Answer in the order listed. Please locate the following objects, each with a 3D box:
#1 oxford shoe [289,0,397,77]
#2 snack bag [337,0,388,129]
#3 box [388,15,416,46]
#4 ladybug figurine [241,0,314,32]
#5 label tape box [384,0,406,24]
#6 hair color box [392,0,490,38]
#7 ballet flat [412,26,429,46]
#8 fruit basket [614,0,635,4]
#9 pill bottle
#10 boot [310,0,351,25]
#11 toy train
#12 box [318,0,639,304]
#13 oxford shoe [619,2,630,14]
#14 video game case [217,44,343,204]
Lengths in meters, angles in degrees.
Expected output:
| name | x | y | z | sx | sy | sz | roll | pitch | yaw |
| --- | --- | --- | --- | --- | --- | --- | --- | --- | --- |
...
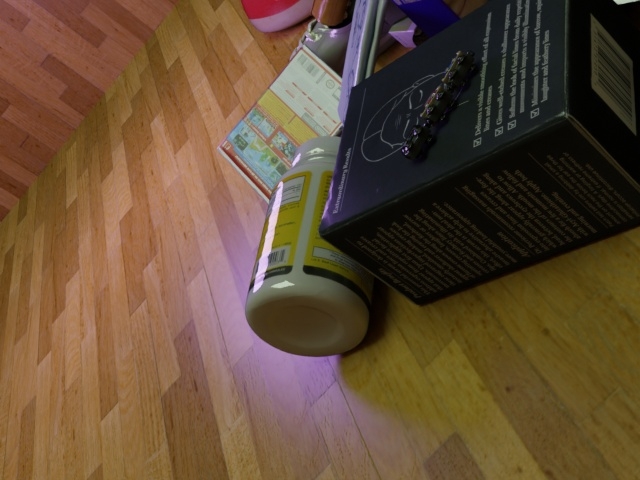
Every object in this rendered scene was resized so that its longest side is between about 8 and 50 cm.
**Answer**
| name | x | y | z | sx | sy | sz | roll | pitch | yaw |
| --- | --- | --- | --- | --- | --- | --- | --- | --- | --- |
| oxford shoe | -0.002 | -0.395 | 1.895 | 0.449 | 0.130 | 0.169 | -35 | 36 | 33 |
| snack bag | 0.075 | -0.344 | 1.513 | 0.342 | 0.037 | 0.323 | -97 | 16 | -76 |
| box | 0.282 | -0.460 | 1.617 | 0.232 | 0.058 | 0.322 | -57 | 30 | -6 |
| ladybug figurine | -0.070 | -0.694 | 2.274 | 0.449 | 0.162 | 0.305 | -14 | 48 | 50 |
| label tape box | 0.233 | -0.570 | 1.632 | 0.333 | 0.106 | 0.241 | -17 | 47 | 50 |
| hair color box | 0.225 | -0.390 | 1.329 | 0.110 | 0.339 | 0.185 | 9 | 67 | 58 |
| ballet flat | 0.246 | -0.417 | 1.504 | 0.250 | 0.058 | 0.084 | -32 | 36 | 35 |
| fruit basket | 0.516 | -0.479 | 1.185 | 0.327 | 0.165 | 0.353 | -3 | 74 | 34 |
| pill bottle | 0.000 | 0.000 | 1.405 | 0.188 | 0.188 | 0.334 | -28 | 38 | 39 |
| boot | 0.038 | -0.550 | 1.752 | 0.295 | 0.104 | 0.211 | -77 | 5 | -59 |
| toy train | 0.146 | -0.168 | 1.100 | 0.158 | 0.027 | 0.036 | -59 | 18 | -7 |
| box | 0.223 | -0.131 | 1.191 | 0.395 | 0.212 | 0.294 | -25 | 41 | 41 |
| oxford shoe | 0.447 | -0.402 | 1.284 | 0.096 | 0.083 | 0.227 | -7 | 54 | 48 |
| video game case | -0.061 | -0.231 | 1.801 | 0.285 | 0.025 | 0.204 | -48 | 63 | 10 |
